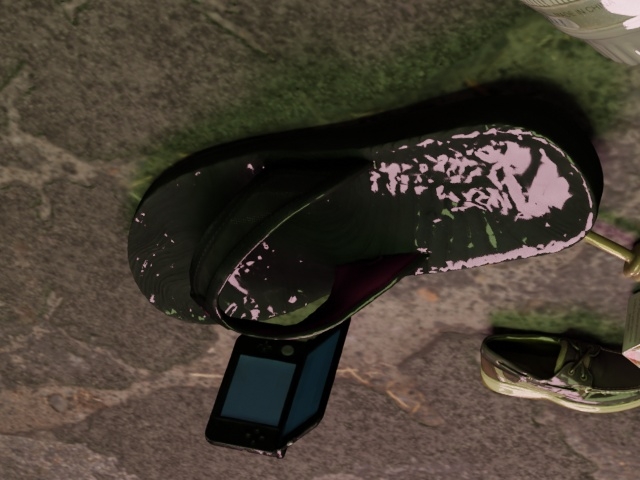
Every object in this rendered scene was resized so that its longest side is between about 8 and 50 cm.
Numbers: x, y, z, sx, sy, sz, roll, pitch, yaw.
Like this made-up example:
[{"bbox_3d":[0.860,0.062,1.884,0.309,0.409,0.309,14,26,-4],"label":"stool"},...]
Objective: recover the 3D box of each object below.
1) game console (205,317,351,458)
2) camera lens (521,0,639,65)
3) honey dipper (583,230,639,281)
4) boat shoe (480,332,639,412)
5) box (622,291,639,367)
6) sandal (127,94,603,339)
[{"bbox_3d":[-0.037,0.118,1.330,0.107,0.122,0.071,10,139,9],"label":"game console"},{"bbox_3d":[0.126,-0.248,0.773,0.274,0.219,0.219,39,136,-24],"label":"camera lens"},{"bbox_3d":[0.201,-0.004,1.178,0.161,0.030,0.030,25,140,-7],"label":"honey dipper"},{"bbox_3d":[0.205,0.107,1.284,0.152,0.056,0.049,2,143,18],"label":"boat shoe"},{"bbox_3d":[0.377,0.142,1.258,0.324,0.067,0.063,37,136,-22],"label":"box"},{"bbox_3d":[0.000,-0.002,1.183,0.446,0.107,0.167,-16,125,39],"label":"sandal"}]
